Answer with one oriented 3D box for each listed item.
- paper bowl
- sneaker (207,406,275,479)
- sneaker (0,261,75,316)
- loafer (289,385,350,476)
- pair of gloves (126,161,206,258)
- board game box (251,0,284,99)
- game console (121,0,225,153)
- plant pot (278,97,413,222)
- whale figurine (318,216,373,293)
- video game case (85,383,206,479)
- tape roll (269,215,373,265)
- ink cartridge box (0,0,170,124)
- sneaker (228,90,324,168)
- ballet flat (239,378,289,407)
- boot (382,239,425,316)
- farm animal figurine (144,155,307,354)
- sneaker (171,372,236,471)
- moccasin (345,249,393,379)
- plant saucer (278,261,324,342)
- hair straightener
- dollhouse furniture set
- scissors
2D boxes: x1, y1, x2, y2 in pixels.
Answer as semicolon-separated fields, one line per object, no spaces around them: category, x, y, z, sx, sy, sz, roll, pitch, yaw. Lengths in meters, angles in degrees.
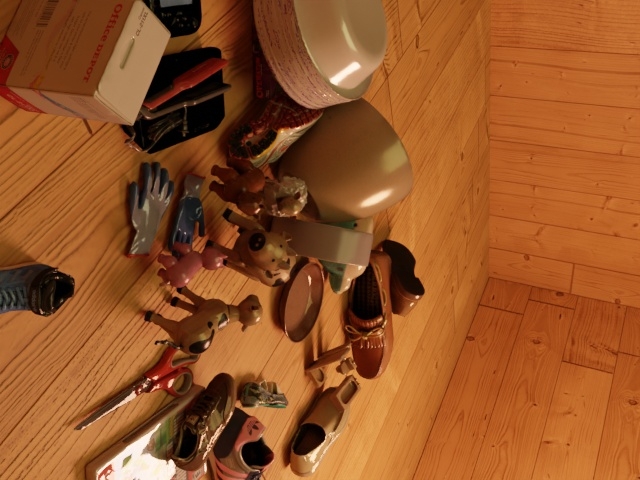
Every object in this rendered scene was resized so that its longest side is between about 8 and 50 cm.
paper bowl;0.018;-0.390;1.178;0.284;0.148;0.284;16;71;-56
sneaker;-0.154;0.475;1.378;0.112;0.131;0.318;-56;148;-40
sneaker;-0.369;0.065;0.793;0.152;0.085;0.058;-19;118;-62
loafer;0.002;0.501;1.757;0.092;0.102;0.268;80;32;-50
pair of gloves;-0.249;-0.043;1.077;0.198;0.023;0.159;6;97;-64
board game box;-0.031;-0.418;1.347;0.347;0.056;0.208;-35;127;-56
game console;-0.226;-0.322;0.975;0.213;0.044;0.361;-40;135;-54
plant pot;0.025;-0.146;1.364;0.191;0.284;0.284;-40;141;-19
whale figurine;0.044;0.029;1.638;0.272;0.141;0.216;106;-4;-59
video game case;-0.298;0.411;1.171;0.285;0.025;0.203;-31;128;-58
tape roll;0.000;0.000;1.389;0.219;0.219;0.072;10;91;-65
ink cartridge box;-0.279;-0.210;0.754;0.072;0.175;0.127;44;61;-61
sneaker;-0.088;-0.208;1.245;0.225;0.088;0.092;-37;166;-24
ballet flat;-0.121;0.347;1.480;0.188;0.070;0.070;38;66;-66
boot;0.231;0.109;1.999;0.305;0.112;0.115;-96;-156;-55
farm animal figurine;-0.125;0.038;1.145;0.330;0.172;0.327;-66;164;7
sneaker;-0.213;0.330;1.205;0.071;0.066;0.188;51;54;-58
moccasin;0.141;0.219;1.883;0.147;0.139;0.379;-17;116;-61
plant saucer;-0.050;0.145;1.567;0.199;0.036;0.198;-36;132;-55
hair straightener;-0.208;-0.190;0.970;0.230;0.047;0.089;-51;145;-44
dollhouse furniture set;0.074;0.358;1.743;0.151;0.123;0.144;59;33;-4
scissors;-0.298;0.235;1.105;0.297;0.021;0.108;1;103;-64
